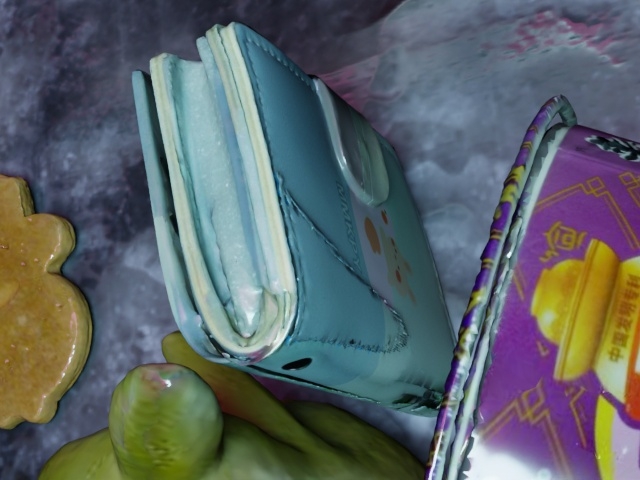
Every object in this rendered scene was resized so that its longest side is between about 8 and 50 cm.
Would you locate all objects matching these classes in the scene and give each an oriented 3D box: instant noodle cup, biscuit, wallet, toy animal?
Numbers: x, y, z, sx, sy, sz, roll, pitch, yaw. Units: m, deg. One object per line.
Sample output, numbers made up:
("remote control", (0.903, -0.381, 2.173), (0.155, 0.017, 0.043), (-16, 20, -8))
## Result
("instant noodle cup", (0.195, 0.127, 0.507), (0.265, 0.340, 0.340), (13, 82, 16))
("biscuit", (-0.222, 0.039, 0.862), (0.133, 0.027, 0.184), (-46, 65, 7))
("wallet", (0.000, 0.000, 0.643), (0.075, 0.250, 0.176), (-22, 69, 18))
("toy animal", (-0.068, 0.141, 0.595), (0.180, 0.363, 0.181), (16, 81, 41))
